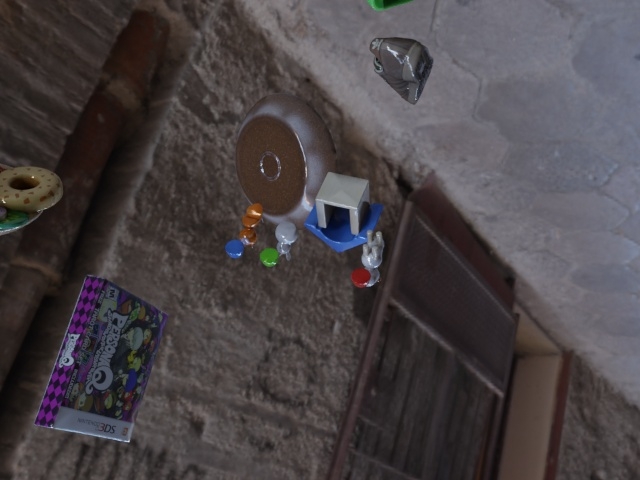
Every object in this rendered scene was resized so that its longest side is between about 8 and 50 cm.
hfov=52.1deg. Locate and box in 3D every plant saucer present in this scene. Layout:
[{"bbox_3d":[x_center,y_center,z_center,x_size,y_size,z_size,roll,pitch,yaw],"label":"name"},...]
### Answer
[{"bbox_3d":[-0.061,-0.107,0.927,0.199,0.198,0.036,-3,-170,43],"label":"plant saucer"}]

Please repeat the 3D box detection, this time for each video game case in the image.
[{"bbox_3d":[-0.342,0.197,1.057,0.042,0.231,0.210,7,160,19],"label":"video game case"}]

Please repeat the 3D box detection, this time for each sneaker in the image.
[{"bbox_3d":[0.113,-0.244,0.913,0.071,0.066,0.188,26,-179,10],"label":"sneaker"}]

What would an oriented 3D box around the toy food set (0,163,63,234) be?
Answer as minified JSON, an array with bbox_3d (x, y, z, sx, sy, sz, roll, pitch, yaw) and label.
[{"bbox_3d":[-0.195,-0.028,0.364,0.083,0.082,0.020,23,120,6],"label":"toy food set"}]

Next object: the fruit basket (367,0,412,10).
[{"bbox_3d":[0.227,-0.482,0.939,0.393,0.392,0.282,16,131,2],"label":"fruit basket"}]

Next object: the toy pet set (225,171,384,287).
[{"bbox_3d":[0.000,0.000,0.567,0.122,0.114,0.065,14,144,16],"label":"toy pet set"}]
